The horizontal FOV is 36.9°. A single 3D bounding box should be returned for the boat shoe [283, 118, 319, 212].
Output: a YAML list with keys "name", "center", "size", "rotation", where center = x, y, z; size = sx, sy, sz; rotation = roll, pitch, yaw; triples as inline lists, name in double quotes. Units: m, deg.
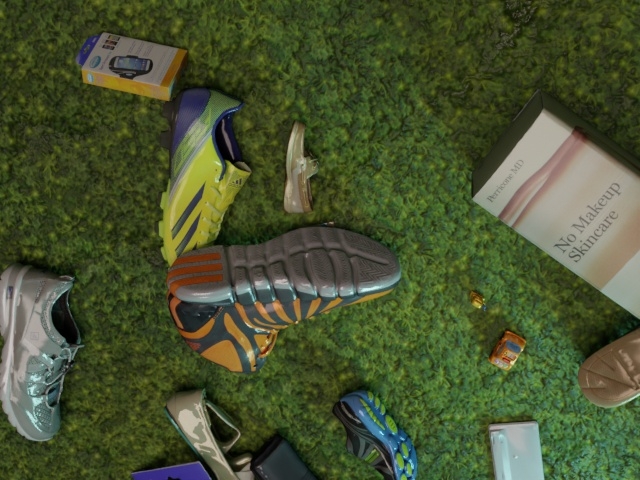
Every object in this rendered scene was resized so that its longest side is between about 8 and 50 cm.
- name: "boat shoe"
  center: [-0.024, -0.100, 1.309]
  size: [0.045, 0.050, 0.135]
  rotation: [6, 120, 3]

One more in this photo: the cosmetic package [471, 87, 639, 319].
- name: "cosmetic package"
  center: [0.354, -0.041, 1.224]
  size: [0.296, 0.129, 0.153]
  rotation: [34, 112, -3]

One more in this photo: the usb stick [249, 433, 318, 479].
- name: "usb stick"
  center: [-0.006, 0.420, 1.473]
  size: [0.278, 0.077, 0.045]
  rotation: [53, 143, -11]

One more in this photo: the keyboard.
- name: "keyboard"
  center: [0.304, 0.388, 1.446]
  size: [0.072, 0.014, 0.256]
  rotation: [-8, 108, 6]

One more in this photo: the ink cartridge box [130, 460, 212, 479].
- name: "ink cartridge box"
  center: [-0.194, 0.440, 1.477]
  size: [0.206, 0.045, 0.208]
  rotation: [-23, 106, 46]

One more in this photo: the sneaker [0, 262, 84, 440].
- name: "sneaker"
  center: [-0.411, 0.175, 1.431]
  size: [0.115, 0.105, 0.281]
  rotation: [2, 109, 8]

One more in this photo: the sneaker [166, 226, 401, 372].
- name: "sneaker"
  center: [-0.049, 0.087, 1.346]
  size: [0.321, 0.124, 0.180]
  rotation: [-3, 133, -2]

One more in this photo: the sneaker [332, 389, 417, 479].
- name: "sneaker"
  center: [0.083, 0.304, 1.430]
  size: [0.078, 0.067, 0.188]
  rotation: [-22, 107, 37]

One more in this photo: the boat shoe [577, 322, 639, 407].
- name: "boat shoe"
  center: [0.480, 0.131, 1.285]
  size: [0.285, 0.092, 0.103]
  rotation: [-35, 83, 20]

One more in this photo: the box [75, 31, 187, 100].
- name: "box"
  center: [-0.254, -0.234, 1.277]
  size: [0.136, 0.081, 0.028]
  rotation: [12, 141, 6]

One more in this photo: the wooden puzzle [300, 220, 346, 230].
- name: "wooden puzzle"
  center: [0.000, 0.000, 1.359]
  size: [0.083, 0.006, 0.049]
  rotation: [-11, 107, 12]

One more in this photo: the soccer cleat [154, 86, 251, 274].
- name: "soccer cleat"
  center: [-0.158, -0.065, 1.316]
  size: [0.121, 0.093, 0.289]
  rotation: [6, 110, 4]

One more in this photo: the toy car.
- name: "toy car"
  center: [0.237, 0.134, 1.351]
  size: [0.122, 0.040, 0.060]
  rotation: [45, 110, -8]

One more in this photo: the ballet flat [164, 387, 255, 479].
- name: "ballet flat"
  center: [-0.146, 0.330, 1.464]
  size: [0.086, 0.086, 0.248]
  rotation: [-26, 102, 16]
